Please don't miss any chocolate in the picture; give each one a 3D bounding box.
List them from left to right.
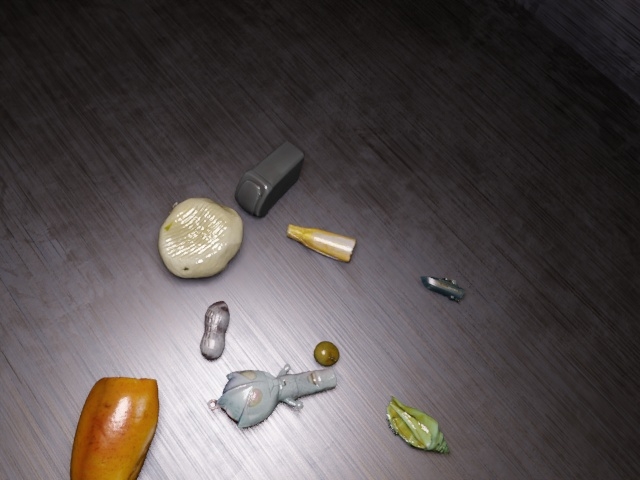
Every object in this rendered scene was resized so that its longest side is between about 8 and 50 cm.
[{"bbox_3d":[-0.293,0.249,1.371,0.072,0.072,0.166,7,66,-7],"label":"chocolate"},{"bbox_3d":[0.000,0.000,1.542,0.220,0.085,0.085,19,63,4],"label":"chocolate"}]

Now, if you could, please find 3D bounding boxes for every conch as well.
[{"bbox_3d":[0.265,0.514,1.340,0.201,0.079,0.094,23,75,21],"label":"conch"}]

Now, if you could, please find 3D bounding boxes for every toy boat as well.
[{"bbox_3d":[0.379,0.142,1.545,0.141,0.055,0.060,22,71,1],"label":"toy boat"}]

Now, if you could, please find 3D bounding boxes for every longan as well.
[{"bbox_3d":[0.019,0.321,1.385,0.075,0.083,0.075,-6,102,-26],"label":"longan"}]

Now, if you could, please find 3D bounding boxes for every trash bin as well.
[{"bbox_3d":[-0.161,-0.185,1.544,0.101,0.176,0.236,37,60,9],"label":"trash bin"}]

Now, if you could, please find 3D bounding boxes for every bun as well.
[{"bbox_3d":[-0.339,-0.004,1.438,0.260,0.160,0.259,-3,61,6],"label":"bun"}]

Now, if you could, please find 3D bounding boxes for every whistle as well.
[{"bbox_3d":[-0.125,0.400,1.306,0.347,0.133,0.142,-5,25,-23],"label":"whistle"}]

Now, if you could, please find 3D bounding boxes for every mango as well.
[{"bbox_3d":[-0.501,0.493,1.167,0.201,0.199,0.349,6,74,25],"label":"mango"}]
